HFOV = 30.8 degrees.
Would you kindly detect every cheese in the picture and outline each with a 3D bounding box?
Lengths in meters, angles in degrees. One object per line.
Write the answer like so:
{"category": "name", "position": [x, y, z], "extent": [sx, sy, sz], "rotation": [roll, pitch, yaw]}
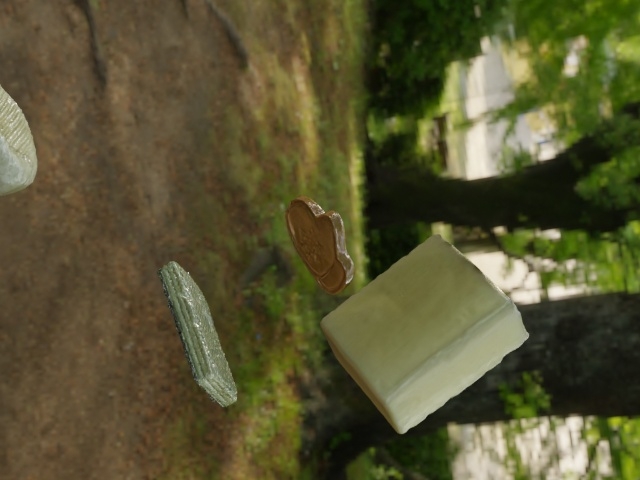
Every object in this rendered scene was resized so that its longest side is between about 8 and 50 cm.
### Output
{"category": "cheese", "position": [0.163, 0.147, 1.901], "extent": [0.124, 0.265, 0.242], "rotation": [58, -7, -36]}

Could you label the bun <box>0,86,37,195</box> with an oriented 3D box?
{"category": "bun", "position": [-0.518, -0.157, 1.714], "extent": [0.231, 0.133, 0.231], "rotation": [60, 6, -12]}

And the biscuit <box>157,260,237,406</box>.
{"category": "biscuit", "position": [-0.174, 0.135, 1.672], "extent": [0.121, 0.040, 0.199], "rotation": [62, 4, -59]}

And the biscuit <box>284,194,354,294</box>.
{"category": "biscuit", "position": [-0.001, 0.001, 1.544], "extent": [0.023, 0.118, 0.140], "rotation": [-23, 69, -31]}
